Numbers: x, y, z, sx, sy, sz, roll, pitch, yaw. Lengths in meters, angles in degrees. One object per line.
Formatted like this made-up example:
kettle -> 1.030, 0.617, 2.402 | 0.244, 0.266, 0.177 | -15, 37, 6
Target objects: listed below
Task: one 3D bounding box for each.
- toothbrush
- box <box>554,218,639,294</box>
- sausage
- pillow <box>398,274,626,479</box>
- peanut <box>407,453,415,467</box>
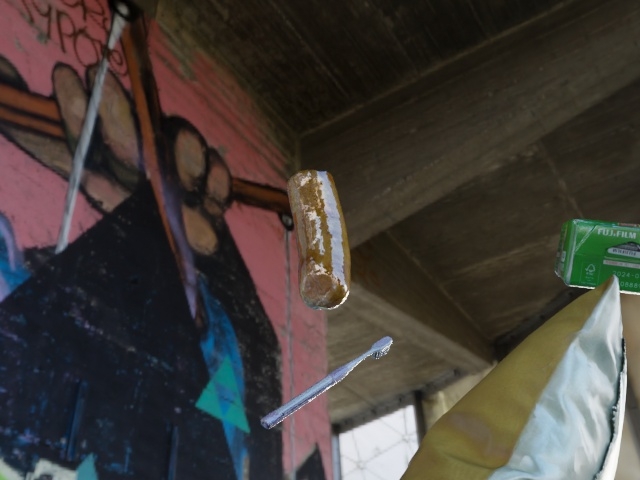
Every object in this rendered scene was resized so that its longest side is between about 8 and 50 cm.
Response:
toothbrush -> 0.023, 0.263, 1.286 | 0.354, 0.024, 0.029 | -25, -52, -42
box -> 0.466, 0.026, 1.072 | 0.180, 0.103, 0.250 | 7, 1, 17
sausage -> -0.001, 0.001, 1.264 | 0.109, 0.270, 0.109 | -6, -25, -3
pillow -> 0.112, 0.217, 0.475 | 0.119, 0.312, 0.310 | 26, -40, 33
peanut -> 0.272, 0.383, 1.123 | 0.275, 0.111, 0.125 | 3, -82, -9
